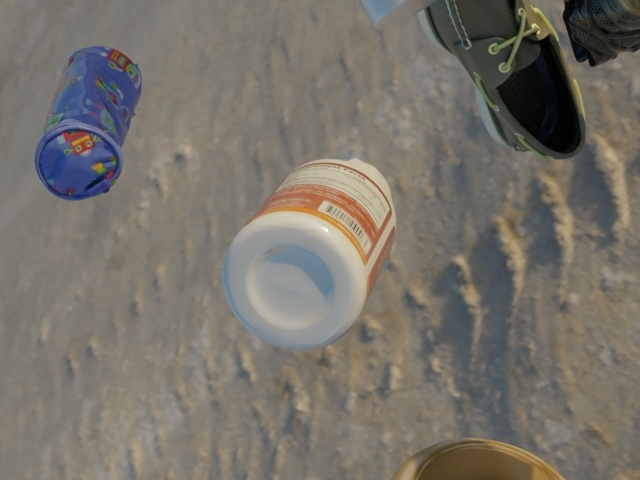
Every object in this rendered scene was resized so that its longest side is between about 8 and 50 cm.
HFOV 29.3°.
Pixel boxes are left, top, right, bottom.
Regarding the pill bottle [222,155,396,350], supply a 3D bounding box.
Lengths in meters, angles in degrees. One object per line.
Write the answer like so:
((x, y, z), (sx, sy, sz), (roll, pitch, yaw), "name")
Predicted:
((0.000, 0.000, 1.072), (0.121, 0.121, 0.216), (-53, 1, 24), "pill bottle")

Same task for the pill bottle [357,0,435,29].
((0.027, -0.297, 1.048), (0.124, 0.124, 0.221), (-33, 87, 45), "pill bottle")

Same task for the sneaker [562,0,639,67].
((0.323, -0.225, 1.182), (0.130, 0.227, 0.087), (-17, 84, 59), "sneaker")

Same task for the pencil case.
((-0.331, -0.173, 1.774), (0.119, 0.133, 0.306), (-33, 27, 17), "pencil case")

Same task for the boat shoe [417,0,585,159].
((0.188, -0.194, 1.235), (0.109, 0.305, 0.091), (-47, 44, -9), "boat shoe")

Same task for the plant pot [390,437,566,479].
((0.186, 0.299, 1.329), (0.236, 0.236, 0.032), (-111, 25, -47), "plant pot")
